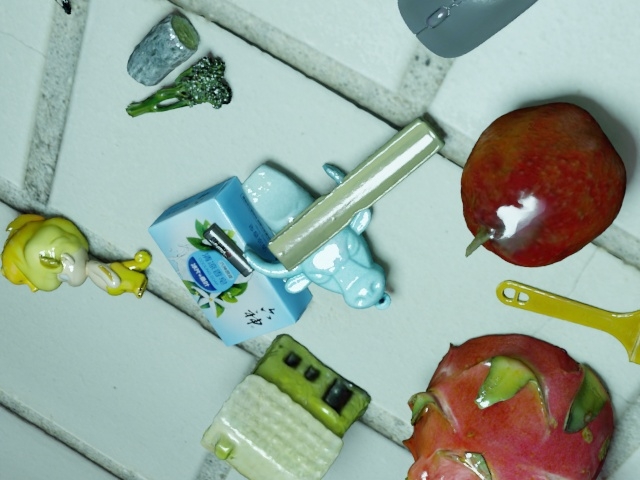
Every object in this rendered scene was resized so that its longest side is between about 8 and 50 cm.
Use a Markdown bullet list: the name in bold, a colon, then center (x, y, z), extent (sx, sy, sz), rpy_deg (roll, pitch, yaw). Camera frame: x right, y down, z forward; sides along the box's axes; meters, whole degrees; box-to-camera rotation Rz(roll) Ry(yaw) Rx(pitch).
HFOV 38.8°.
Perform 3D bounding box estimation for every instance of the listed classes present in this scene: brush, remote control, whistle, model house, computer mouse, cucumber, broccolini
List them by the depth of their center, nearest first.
- **computer mouse**: center (0.189, -0.304, 1.044), extent (0.232, 0.057, 0.120), rpy_deg (-34, 101, 35)
- **brush**: center (0.045, -0.062, 1.221), extent (0.282, 0.048, 0.054), rpy_deg (-39, 92, 18)
- **brush**: center (0.372, 0.107, 1.241), extent (0.272, 0.013, 0.103), rpy_deg (17, 124, 15)
- **cucumber**: center (-0.221, -0.259, 1.254), extent (0.112, 0.064, 0.064), rpy_deg (-31, 103, 35)
- **broccolini**: center (-0.212, -0.198, 1.292), extent (0.201, 0.058, 0.074), rpy_deg (-17, 104, 31)
- **whistle**: center (0.000, 0.000, 1.300), extent (0.274, 0.093, 0.186), rpy_deg (44, 100, -3)
- **remote control**: center (-0.133, 0.017, 1.314), extent (0.091, 0.016, 0.034), rpy_deg (45, 120, -8)
- **model house**: center (-0.067, 0.301, 1.423), extent (0.193, 0.234, 0.175), rpy_deg (39, 127, 1)

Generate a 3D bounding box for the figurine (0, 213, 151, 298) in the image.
- **figurine**: center (-0.406, 0.036, 1.495), extent (0.246, 0.131, 0.156), rpy_deg (18, 167, -4)

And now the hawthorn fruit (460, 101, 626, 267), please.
- **hawthorn fruit**: center (0.244, -0.058, 1.075), extent (0.189, 0.251, 0.189), rpy_deg (35, 141, 35)

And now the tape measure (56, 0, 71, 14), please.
- **tape measure**: center (-0.425, -0.379, 1.247), extent (0.107, 0.104, 0.180), rpy_deg (-8, 115, 24)

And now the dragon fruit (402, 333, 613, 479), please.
- **dragon fruit**: center (0.255, 0.304, 1.286), extent (0.305, 0.226, 0.305), rpy_deg (12, 122, 20)

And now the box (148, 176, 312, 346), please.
- **box**: center (-0.136, 0.036, 1.386), extent (0.142, 0.083, 0.232), rpy_deg (-22, 107, 31)
